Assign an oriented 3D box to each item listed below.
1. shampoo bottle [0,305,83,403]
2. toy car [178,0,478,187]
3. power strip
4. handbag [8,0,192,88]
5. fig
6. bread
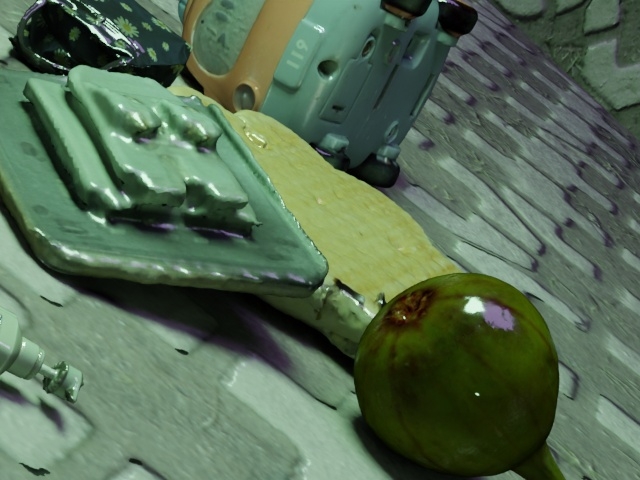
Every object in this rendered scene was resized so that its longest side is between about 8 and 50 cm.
[{"bbox_3d":[-0.170,0.035,0.834,0.141,0.034,0.049,32,10,-24],"label":"shampoo bottle"},{"bbox_3d":[-0.011,-0.172,1.584,0.212,0.180,0.270,31,11,20],"label":"toy car"},{"bbox_3d":[-0.107,-0.055,1.103,0.198,0.064,0.213,5,32,-37],"label":"power strip"},{"bbox_3d":[-0.168,-0.135,1.290,0.115,0.072,0.139,40,19,5],"label":"handbag"},{"bbox_3d":[0.120,0.121,1.118,0.236,0.124,0.124,48,11,-19],"label":"fig"},{"bbox_3d":[0.000,0.000,1.290,0.316,0.054,0.316,33,16,-11],"label":"bread"}]
